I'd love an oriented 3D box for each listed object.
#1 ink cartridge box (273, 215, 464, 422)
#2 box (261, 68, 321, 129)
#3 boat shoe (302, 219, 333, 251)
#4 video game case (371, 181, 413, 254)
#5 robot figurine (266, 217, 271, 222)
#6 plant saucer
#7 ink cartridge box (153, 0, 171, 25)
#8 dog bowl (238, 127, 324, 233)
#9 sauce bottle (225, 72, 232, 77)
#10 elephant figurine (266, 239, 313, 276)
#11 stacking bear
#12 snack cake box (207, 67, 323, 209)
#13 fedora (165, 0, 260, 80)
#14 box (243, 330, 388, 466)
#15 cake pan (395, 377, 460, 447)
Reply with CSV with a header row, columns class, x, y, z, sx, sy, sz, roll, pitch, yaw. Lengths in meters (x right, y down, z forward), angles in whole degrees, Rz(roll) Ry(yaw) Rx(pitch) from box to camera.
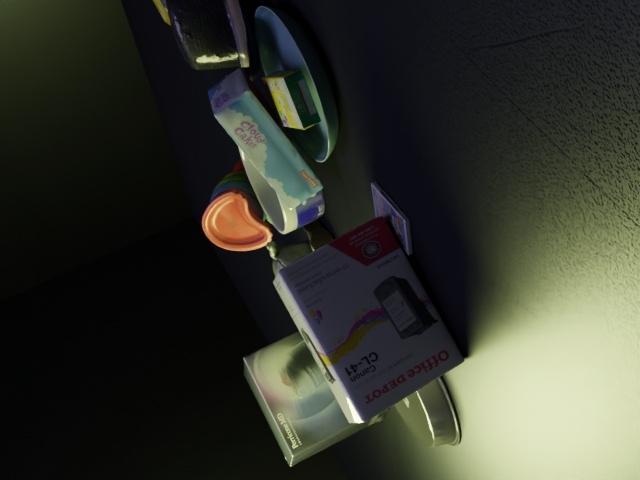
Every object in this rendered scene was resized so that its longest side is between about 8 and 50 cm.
class,x,y,z,sx,sy,sz,roll,pitch,yaw
ink cartridge box,0.083,0.143,1.555,0.306,0.226,0.131,60,168,7
box,-0.060,-0.266,1.617,0.105,0.043,0.179,68,165,-17
boat shoe,-0.002,0.001,2.052,0.153,0.056,0.048,53,171,50
video game case,0.128,-0.040,1.539,0.122,0.011,0.087,53,162,43
robot figurine,-0.116,-0.079,2.325,0.101,0.067,0.115,62,167,4
plant saucer,-0.042,-0.306,1.660,0.318,0.043,0.318,58,165,26
ink cartridge box,-0.453,-0.729,2.370,0.307,0.072,0.303,59,174,-30
dog bowl,-0.094,-0.154,2.013,0.265,0.104,0.265,59,166,26
sauce bottle,-0.213,-0.373,2.235,0.042,0.042,0.128,37,147,65
elephant figurine,-0.007,0.117,2.063,0.239,0.186,0.169,57,153,37
stacking bear,-0.196,-0.119,2.244,0.175,0.164,0.289,52,-150,-25
snack cake box,-0.111,-0.207,1.744,0.264,0.089,0.152,51,-170,-29
fedora,-0.241,-0.480,1.791,0.334,0.152,0.334,162,90,-83
box,-0.016,0.398,2.302,0.296,0.294,0.183,60,167,19
cake pan,0.197,0.315,1.830,0.293,0.054,0.293,59,166,24
